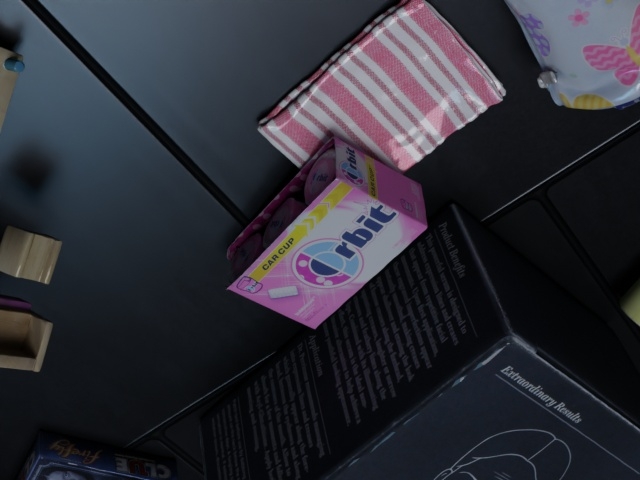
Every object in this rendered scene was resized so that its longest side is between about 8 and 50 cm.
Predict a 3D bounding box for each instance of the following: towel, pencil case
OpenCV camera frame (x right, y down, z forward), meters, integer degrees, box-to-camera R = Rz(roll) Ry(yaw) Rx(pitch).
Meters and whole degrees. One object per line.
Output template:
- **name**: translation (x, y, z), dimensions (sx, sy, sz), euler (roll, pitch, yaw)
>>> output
- **towel**: translation (0.057, -0.121, 1.045), dimensions (0.197, 0.029, 0.144), euler (-39, 124, 17)
- **pencil case**: translation (0.192, -0.229, 0.941), dimensions (0.124, 0.113, 0.273), euler (-21, 132, 29)

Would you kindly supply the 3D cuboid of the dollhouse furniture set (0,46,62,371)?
- **dollhouse furniture set**: translation (-0.367, -0.071, 0.969), dimensions (0.286, 0.198, 0.303), euler (15, 92, -47)

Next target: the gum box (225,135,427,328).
- **gum box**: translation (0.000, 0.000, 1.086), dimensions (0.107, 0.062, 0.188), euler (26, 128, -26)

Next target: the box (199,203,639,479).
- **box**: translation (0.114, 0.211, 1.195), dimensions (0.395, 0.212, 0.293), euler (-41, 124, 20)

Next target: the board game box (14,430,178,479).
- **board game box**: translation (-0.289, 0.332, 1.304), dimensions (0.165, 0.042, 0.243), euler (18, 121, -24)

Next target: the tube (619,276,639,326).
- **tube**: translation (0.421, -0.001, 1.205), dimensions (0.240, 0.062, 0.070), euler (-52, 164, 19)
